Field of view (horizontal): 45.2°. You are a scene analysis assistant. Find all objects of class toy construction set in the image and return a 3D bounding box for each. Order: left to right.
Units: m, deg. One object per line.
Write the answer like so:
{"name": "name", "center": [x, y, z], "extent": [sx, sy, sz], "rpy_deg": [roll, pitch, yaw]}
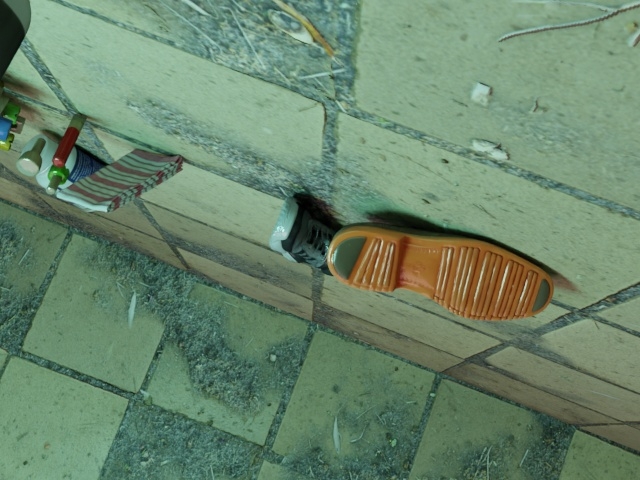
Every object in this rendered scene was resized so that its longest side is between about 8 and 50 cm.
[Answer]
{"name": "toy construction set", "center": [-0.584, -0.213, 1.415], "extent": [0.309, 0.237, 0.257], "rpy_deg": [5, 135, 2]}

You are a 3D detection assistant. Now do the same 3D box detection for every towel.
{"name": "towel", "center": [-0.362, -0.113, 1.395], "extent": [0.144, 0.197, 0.029], "rpy_deg": [13, 126, 34]}

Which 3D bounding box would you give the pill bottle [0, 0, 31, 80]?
{"name": "pill bottle", "center": [-0.406, -0.192, 0.717], "extent": [0.210, 0.363, 0.210], "rpy_deg": [21, 167, 5]}

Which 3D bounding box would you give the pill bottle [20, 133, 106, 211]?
{"name": "pill bottle", "center": [-0.550, -0.149, 1.672], "extent": [0.112, 0.112, 0.187], "rpy_deg": [12, 163, 38]}

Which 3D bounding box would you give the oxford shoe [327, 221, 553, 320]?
{"name": "oxford shoe", "center": [0.196, 0.032, 1.254], "extent": [0.364, 0.130, 0.133], "rpy_deg": [15, -161, 1]}

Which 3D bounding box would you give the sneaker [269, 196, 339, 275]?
{"name": "sneaker", "center": [0.000, 0.000, 1.414], "extent": [0.153, 0.101, 0.268], "rpy_deg": [20, 172, 8]}
